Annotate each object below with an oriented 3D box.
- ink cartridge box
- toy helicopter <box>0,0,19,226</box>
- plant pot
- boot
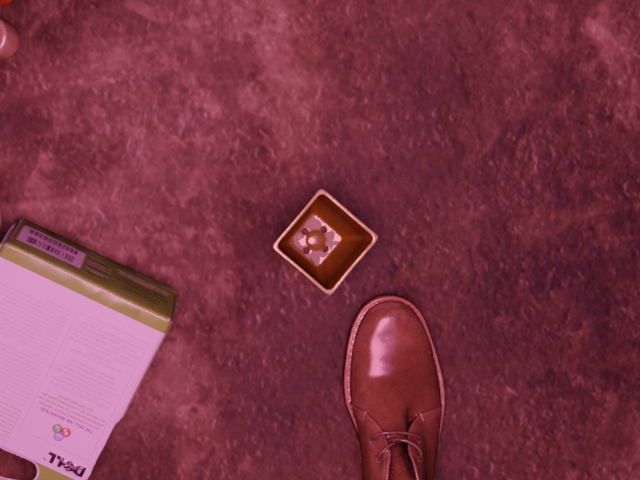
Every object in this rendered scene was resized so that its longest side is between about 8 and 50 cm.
[{"bbox_3d":[-0.289,0.135,1.671,0.188,0.097,0.255,26,105,-8],"label":"ink cartridge box"},{"bbox_3d":[-0.406,-0.151,1.617,0.235,0.140,0.355,-15,82,15],"label":"toy helicopter"},{"bbox_3d":[0.000,0.000,1.709,0.081,0.083,0.081,41,87,-7],"label":"plant pot"},{"bbox_3d":[0.086,0.211,1.714,0.112,0.115,0.305,-2,91,-6],"label":"boot"}]
